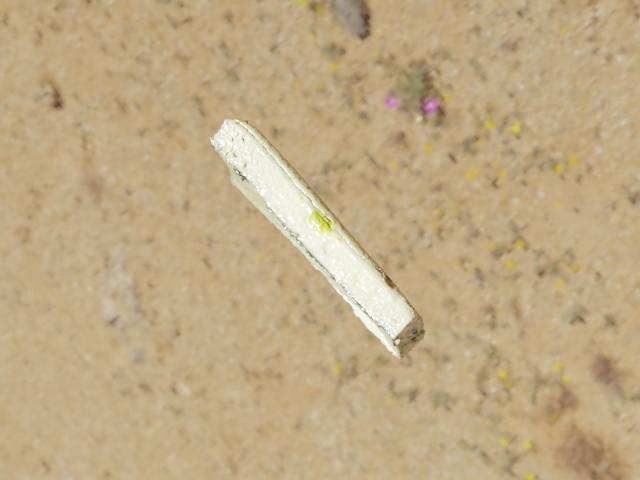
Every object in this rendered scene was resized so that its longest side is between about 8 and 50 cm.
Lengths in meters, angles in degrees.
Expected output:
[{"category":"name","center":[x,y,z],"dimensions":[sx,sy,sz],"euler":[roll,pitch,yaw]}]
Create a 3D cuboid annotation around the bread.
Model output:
[{"category":"bread","center":[0.000,0.000,0.776],"dimensions":[0.153,0.028,0.068],"euler":[48,174,16]}]
